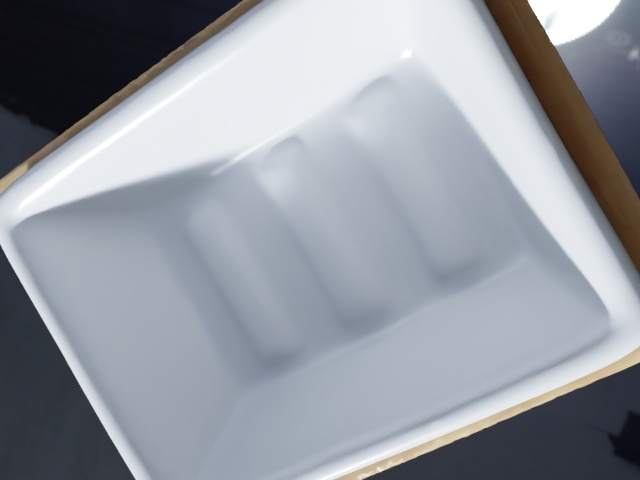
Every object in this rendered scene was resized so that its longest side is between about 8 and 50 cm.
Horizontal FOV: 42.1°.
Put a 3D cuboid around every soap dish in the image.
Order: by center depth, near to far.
[{"bbox_3d":[0.000,0.000,0.423,0.291,0.228,0.118,-29,-178,23],"label":"soap dish"}]
